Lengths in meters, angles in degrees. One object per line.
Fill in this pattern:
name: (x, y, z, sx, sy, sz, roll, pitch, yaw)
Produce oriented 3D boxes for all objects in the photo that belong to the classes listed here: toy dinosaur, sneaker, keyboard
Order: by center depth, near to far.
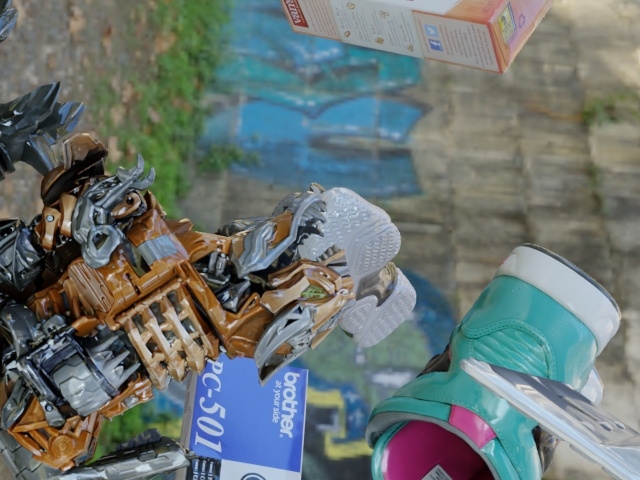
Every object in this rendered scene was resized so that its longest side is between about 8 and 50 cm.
keyboard: (0.109, 0.073, 0.455, 0.014, 0.072, 0.256, -62, 160, 1)
toy dinosaur: (-0.155, 0.013, 0.511, 0.164, 0.322, 0.218, 133, -53, -60)
sneaker: (0.119, 0.133, 0.813, 0.178, 0.124, 0.295, -50, 159, -12)
sneaker: (0.000, 0.000, 1.106, 0.153, 0.101, 0.268, 45, -7, 27)

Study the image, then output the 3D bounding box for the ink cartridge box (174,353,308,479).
ink cartridge box: (-0.068, 0.198, 0.941, 0.046, 0.097, 0.207, 125, -26, -55)

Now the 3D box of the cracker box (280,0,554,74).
cracker box: (0.095, -0.243, 1.048, 0.155, 0.232, 0.067, -55, 142, -25)
